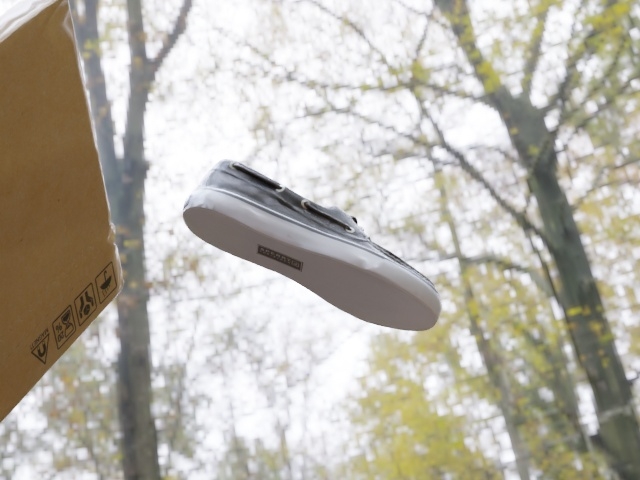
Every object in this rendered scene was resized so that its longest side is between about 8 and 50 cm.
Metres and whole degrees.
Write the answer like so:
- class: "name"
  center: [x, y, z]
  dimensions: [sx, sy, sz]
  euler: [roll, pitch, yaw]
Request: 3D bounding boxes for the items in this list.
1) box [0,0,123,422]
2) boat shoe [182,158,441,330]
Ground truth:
- class: "box"
  center: [-0.152, 0.009, 0.565]
  dimensions: [0.021, 0.201, 0.164]
  euler: [11, -52, 22]
- class: "boat shoe"
  center: [0.000, 0.000, 0.692]
  dimensions: [0.142, 0.040, 0.049]
  euler: [25, -31, 1]
